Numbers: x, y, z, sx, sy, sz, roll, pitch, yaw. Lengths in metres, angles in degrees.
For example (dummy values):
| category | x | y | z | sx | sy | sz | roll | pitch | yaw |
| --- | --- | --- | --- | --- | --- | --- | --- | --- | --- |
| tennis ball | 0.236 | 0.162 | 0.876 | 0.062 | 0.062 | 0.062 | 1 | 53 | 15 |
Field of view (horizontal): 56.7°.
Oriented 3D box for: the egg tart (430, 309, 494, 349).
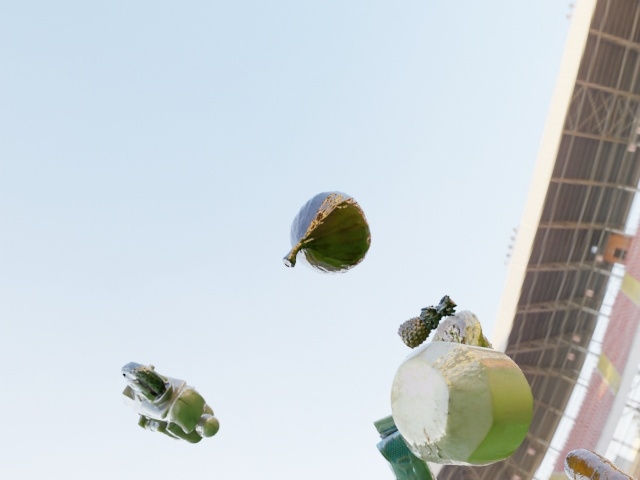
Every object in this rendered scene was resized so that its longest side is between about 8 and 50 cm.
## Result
| category | x | y | z | sx | sy | sz | roll | pitch | yaw |
| --- | --- | --- | --- | --- | --- | --- | --- | --- | --- |
| egg tart | 0.353 | 0.320 | 1.494 | 0.115 | 0.290 | 0.290 | 17 | -86 | -11 |

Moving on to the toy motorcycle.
| category | x | y | z | sx | sy | sz | roll | pitch | yaw |
| --- | --- | --- | --- | --- | --- | --- | --- | --- | --- |
| toy motorcycle | -0.315 | 0.357 | 1.256 | 0.108 | 0.222 | 0.341 | -61 | -2 | -31 |

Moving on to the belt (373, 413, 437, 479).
| category | x | y | z | sx | sy | sz | roll | pitch | yaw |
| --- | --- | --- | --- | --- | --- | --- | --- | --- | --- |
| belt | 0.190 | 0.467 | 1.116 | 0.302 | 0.072 | 0.087 | 63 | -166 | 0 |

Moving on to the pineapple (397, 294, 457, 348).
| category | x | y | z | sx | sy | sz | roll | pitch | yaw |
| --- | --- | --- | --- | --- | --- | --- | --- | --- | --- |
| pineapple | 0.264 | 0.195 | 1.443 | 0.159 | 0.074 | 0.074 | -44 | -36 | 18 |

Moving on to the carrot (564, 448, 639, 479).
| category | x | y | z | sx | sy | sz | roll | pitch | yaw |
| --- | --- | --- | --- | --- | --- | --- | --- | --- | --- |
| carrot | 0.415 | 0.347 | 0.843 | 0.060 | 0.186 | 0.060 | 0 | -90 | -11 |

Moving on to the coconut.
| category | x | y | z | sx | sy | sz | roll | pitch | yaw |
| --- | --- | --- | --- | --- | --- | --- | --- | --- | --- |
| coconut | 0.249 | 0.285 | 1.037 | 0.241 | 0.241 | 0.241 | -23 | -58 | -41 |

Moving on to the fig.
| category | x | y | z | sx | sy | sz | roll | pitch | yaw |
| --- | --- | --- | --- | --- | --- | --- | --- | --- | --- |
| fig | 0.000 | 0.000 | 1.444 | 0.321 | 0.216 | 0.217 | -30 | -50 | -65 |
